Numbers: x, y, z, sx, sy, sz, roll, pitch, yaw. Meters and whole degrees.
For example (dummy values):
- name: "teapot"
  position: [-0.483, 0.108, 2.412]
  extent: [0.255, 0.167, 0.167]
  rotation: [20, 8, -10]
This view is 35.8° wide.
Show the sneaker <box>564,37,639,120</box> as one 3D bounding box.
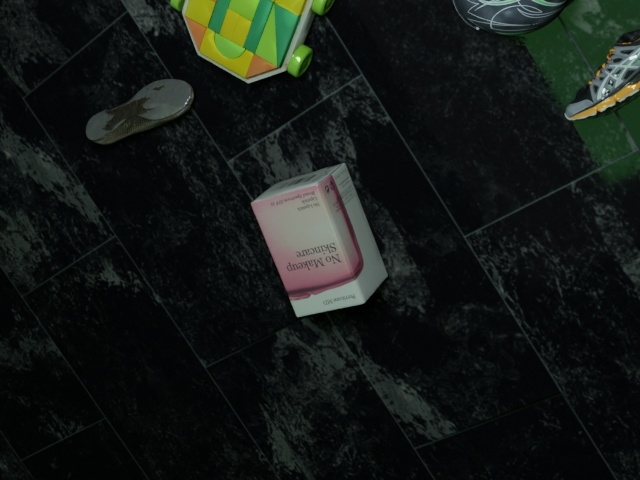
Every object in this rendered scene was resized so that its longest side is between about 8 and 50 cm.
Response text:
- name: "sneaker"
  position: [0.455, -0.252, 1.484]
  extent: [0.215, 0.084, 0.083]
  rotation: [-35, 81, 29]

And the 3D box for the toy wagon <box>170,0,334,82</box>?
- name: "toy wagon"
  position: [-0.105, -0.444, 1.663]
  extent: [0.267, 0.068, 0.344]
  rotation: [30, 121, 10]

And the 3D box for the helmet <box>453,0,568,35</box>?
- name: "helmet"
  position: [0.283, -0.378, 1.452]
  extent: [0.169, 0.161, 0.169]
  rotation: [10, 115, 21]

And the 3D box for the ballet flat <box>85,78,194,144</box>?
- name: "ballet flat"
  position: [-0.336, -0.238, 1.875]
  extent: [0.250, 0.058, 0.084]
  rotation: [-20, 67, 25]

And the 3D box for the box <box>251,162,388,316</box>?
- name: "box"
  position: [0.000, 0.000, 1.773]
  extent: [0.148, 0.127, 0.232]
  rotation: [-14, 105, 29]
